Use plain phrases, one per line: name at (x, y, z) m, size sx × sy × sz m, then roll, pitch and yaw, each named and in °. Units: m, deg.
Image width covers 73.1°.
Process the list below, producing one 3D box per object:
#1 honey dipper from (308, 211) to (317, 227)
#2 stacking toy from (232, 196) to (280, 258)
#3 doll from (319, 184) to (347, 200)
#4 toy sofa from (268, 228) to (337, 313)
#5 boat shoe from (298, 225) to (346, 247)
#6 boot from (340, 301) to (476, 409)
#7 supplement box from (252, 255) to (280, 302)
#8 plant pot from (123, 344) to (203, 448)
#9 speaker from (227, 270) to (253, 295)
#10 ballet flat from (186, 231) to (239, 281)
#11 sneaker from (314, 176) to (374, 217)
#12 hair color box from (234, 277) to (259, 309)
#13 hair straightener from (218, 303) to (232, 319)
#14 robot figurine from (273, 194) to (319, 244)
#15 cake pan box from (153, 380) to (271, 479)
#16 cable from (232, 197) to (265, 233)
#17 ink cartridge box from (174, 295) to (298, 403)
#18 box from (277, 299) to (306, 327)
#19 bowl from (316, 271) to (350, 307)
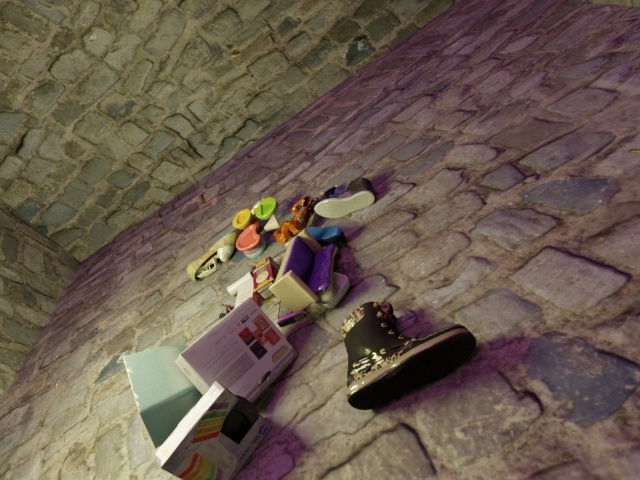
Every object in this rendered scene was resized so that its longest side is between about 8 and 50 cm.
honey dipper at (-0.037, -0.088, 2.079) m, size 0.030 × 0.030 × 0.160 m, roll -23°, pitch 31°, yaw 23°
stacking toy at (-0.302, -0.061, 2.238) m, size 0.279 × 0.130 × 0.309 m, roll -30°, pitch 43°, yaw 14°
doll at (0.060, -0.229, 2.146) m, size 0.189 × 0.046 × 0.129 m, roll 8°, pitch 53°, yaw 50°
toy sofa at (-0.056, 0.094, 1.653) m, size 0.177 × 0.150 × 0.362 m, roll -37°, pitch 17°, yaw 22°
boat shoe at (0.000, 0.000, 1.872) m, size 0.258 × 0.089 × 0.109 m, roll 3°, pitch 58°, yaw 49°
boot at (0.220, 0.281, 1.232) m, size 0.377 × 0.138 × 0.284 m, roll -36°, pitch 30°, yaw 14°
supplement box at (-0.234, 0.167, 1.892) m, size 0.104 × 0.081 × 0.188 m, roll -33°, pitch 31°, yaw 8°
plant pot at (-0.516, 0.519, 1.530) m, size 0.252 × 0.247 × 0.247 m, roll -20°, pitch 45°, yaw -25°
speaker at (-0.365, 0.201, 2.010) m, size 0.136 × 0.055 × 0.055 m, roll -34°, pitch 31°, yaw 7°
ballet flat at (-0.560, 0.097, 2.311) m, size 0.348 × 0.123 × 0.123 m, roll -37°, pitch 31°, yaw 0°
sneaker at (0.117, -0.200, 2.003) m, size 0.296 × 0.104 × 0.147 m, roll -15°, pitch 36°, yaw 24°
hair color box at (-0.318, 0.248, 1.901) m, size 0.093 × 0.053 × 0.167 m, roll -26°, pitch 32°, yaw 17°
hair straightener at (-0.415, 0.337, 1.887) m, size 0.089 × 0.047 × 0.230 m, roll -43°, pitch 31°, yaw -9°
robot figurine at (-0.110, -0.113, 2.089) m, size 0.211 × 0.085 × 0.291 m, roll -33°, pitch 20°, yaw 39°
cake pan box at (-0.299, 0.578, 1.261) m, size 0.070 × 0.245 × 0.267 m, roll 16°, pitch 58°, yaw 49°
cable at (-0.419, -0.140, 2.499) m, size 0.287 × 0.072 × 0.139 m, roll -39°, pitch 25°, yaw 0°
ink cartridge box at (-0.278, 0.398, 1.467) m, size 0.309 × 0.272 × 0.130 m, roll -39°, pitch -4°, yaw -36°
box at (-0.110, 0.256, 1.699) m, size 0.116 × 0.029 × 0.162 m, roll -25°, pitch 34°, yaw 19°
bowl at (0.039, 0.189, 1.609) m, size 0.142 × 0.053 × 0.142 m, roll 13°, pitch 58°, yaw 52°
